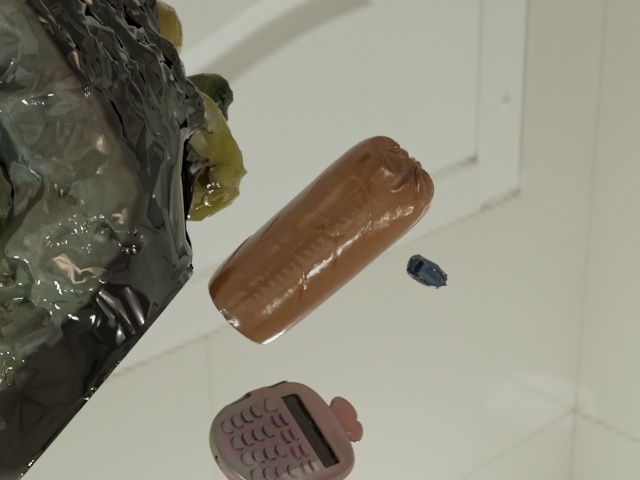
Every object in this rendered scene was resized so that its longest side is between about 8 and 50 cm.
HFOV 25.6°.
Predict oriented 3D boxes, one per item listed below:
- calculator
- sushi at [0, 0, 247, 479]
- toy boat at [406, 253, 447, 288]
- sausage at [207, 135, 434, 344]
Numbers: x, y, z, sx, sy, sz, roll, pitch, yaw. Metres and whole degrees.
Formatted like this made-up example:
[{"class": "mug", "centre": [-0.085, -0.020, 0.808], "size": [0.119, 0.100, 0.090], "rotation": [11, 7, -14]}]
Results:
[{"class": "calculator", "centre": [-0.026, 0.168, 1.189], "size": [0.166, 0.024, 0.103], "rotation": [-9, -122, -46]}, {"class": "sushi", "centre": [-0.198, -0.051, 0.835], "size": [0.328, 0.328, 0.285], "rotation": [43, -158, 8]}, {"class": "toy boat", "centre": [0.145, 0.044, 1.916], "size": [0.038, 0.038, 0.083], "rotation": [29, 178, 46]}, {"class": "sausage", "centre": [0.001, -0.001, 1.680], "size": [0.304, 0.121, 0.121], "rotation": [-41, -164, 22]}]
